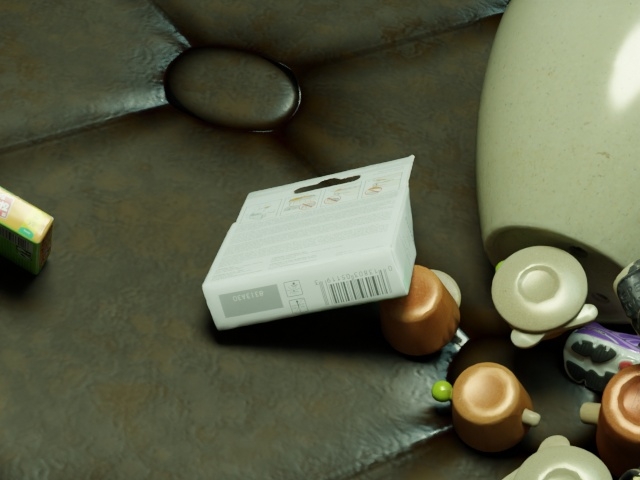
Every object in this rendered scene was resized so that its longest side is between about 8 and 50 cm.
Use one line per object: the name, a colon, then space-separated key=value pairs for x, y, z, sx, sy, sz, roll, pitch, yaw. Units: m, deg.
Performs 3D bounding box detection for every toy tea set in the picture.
toy tea set: x=0.195 y=0.131 z=1.466 sx=0.200 sy=0.124 sz=0.336 roll=-34 pitch=58 yaw=-6

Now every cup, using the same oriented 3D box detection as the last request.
cup: x=0.280 y=-0.061 z=1.560 sx=0.331 sy=0.331 sz=0.237 roll=23 pitch=67 yaw=11

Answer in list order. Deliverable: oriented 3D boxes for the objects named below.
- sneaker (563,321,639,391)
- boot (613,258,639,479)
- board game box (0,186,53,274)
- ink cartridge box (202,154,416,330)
sneaker: x=0.313 y=0.118 z=1.520 sx=0.170 sy=0.068 sz=0.071 roll=26 pitch=36 yaw=15
boot: x=0.277 y=0.148 z=1.267 sx=0.377 sy=0.138 sz=0.284 roll=-1 pitch=59 yaw=-11
board game box: x=-0.357 y=-0.058 z=1.449 sx=0.259 sy=0.124 sz=0.039 roll=28 pitch=73 yaw=-3
ink cartridge box: x=0.000 y=0.000 z=1.534 sx=0.181 sy=0.056 sz=0.224 roll=-12 pitch=20 yaw=14
